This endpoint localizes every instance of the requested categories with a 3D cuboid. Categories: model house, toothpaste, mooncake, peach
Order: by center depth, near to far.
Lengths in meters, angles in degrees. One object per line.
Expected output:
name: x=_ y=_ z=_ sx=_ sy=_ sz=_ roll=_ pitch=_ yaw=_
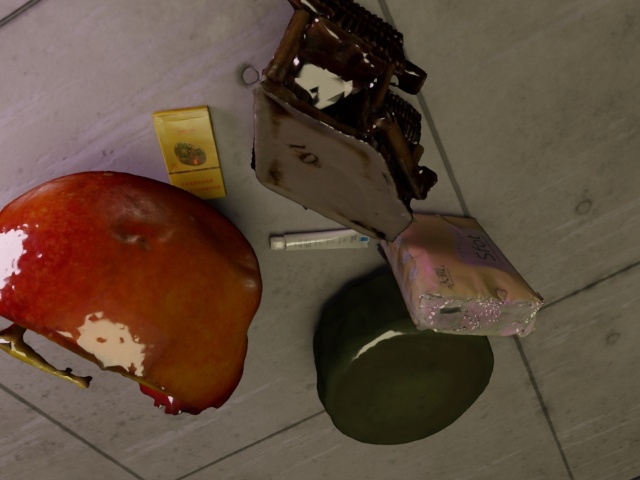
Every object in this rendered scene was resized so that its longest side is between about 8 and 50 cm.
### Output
model house: x=0.064 y=-0.197 z=0.648 sx=0.318 sy=0.297 sz=0.282 roll=24 pitch=71 yaw=-18
peach: x=-0.273 y=0.068 z=0.711 sx=0.406 sy=0.309 sz=0.335 roll=31 pitch=150 yaw=-14
toothpaste: x=0.000 y=0.000 z=0.883 sx=0.191 sy=0.031 sz=0.048 roll=-4 pitch=120 yaw=-12
mooncake: x=0.159 y=0.238 z=0.966 sx=0.357 sy=0.194 sz=0.355 roll=-6 pitch=120 yaw=-10

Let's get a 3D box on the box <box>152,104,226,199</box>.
box: x=-0.210 y=-0.137 z=0.763 sx=0.087 sy=0.023 sz=0.154 roll=-7 pitch=123 yaw=-3

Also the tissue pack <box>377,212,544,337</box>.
tissue pack: x=0.226 y=0.056 z=0.823 sx=0.215 sy=0.256 sz=0.122 roll=4 pitch=124 yaw=-12
